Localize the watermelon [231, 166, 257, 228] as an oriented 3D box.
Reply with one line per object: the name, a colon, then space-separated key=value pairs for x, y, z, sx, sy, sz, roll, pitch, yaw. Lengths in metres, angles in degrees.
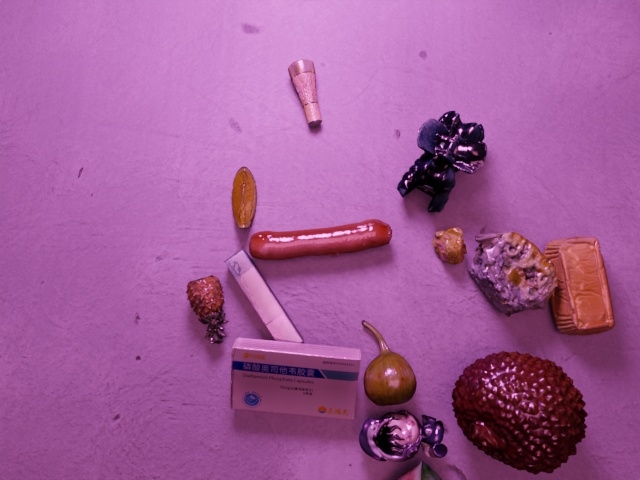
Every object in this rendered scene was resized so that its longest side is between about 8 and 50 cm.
watermelon: x=-0.239 y=-0.124 z=1.290 sx=0.075 sy=0.092 sz=0.181 roll=0 pitch=90 yaw=14

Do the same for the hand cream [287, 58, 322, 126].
hand cream: x=-0.037 y=-0.453 z=1.343 sx=0.084 sy=0.084 sz=0.203 roll=-15 pitch=87 yaw=-2

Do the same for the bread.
bread: x=0.740 y=0.128 z=1.238 sx=0.153 sy=0.119 sz=0.288 roll=-6 pitch=81 yaw=2

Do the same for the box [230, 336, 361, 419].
box: x=-0.070 y=0.380 z=1.189 sx=0.344 sy=0.065 sz=0.200 roll=5 pitch=108 yaw=1

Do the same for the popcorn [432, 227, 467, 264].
popcorn: x=0.383 y=0.020 z=1.266 sx=0.089 sy=0.097 sz=0.109 roll=-19 pitch=96 yaw=0

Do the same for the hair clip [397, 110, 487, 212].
hair clip: x=0.352 y=-0.242 z=1.245 sx=0.194 sy=0.206 sz=0.310 roll=30 pitch=83 yaw=5

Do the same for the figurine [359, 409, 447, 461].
figurine: x=0.217 y=0.537 z=1.182 sx=0.222 sy=0.145 sz=0.145 roll=6 pitch=82 yaw=-1

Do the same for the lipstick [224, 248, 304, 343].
lipstick: x=-0.162 y=0.175 z=1.255 sx=0.068 sy=0.066 sz=0.317 roll=-34 pitch=83 yaw=-4

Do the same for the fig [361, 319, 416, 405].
fig: x=0.177 y=0.339 z=1.224 sx=0.149 sy=0.149 sz=0.245 roll=-12 pitch=63 yaw=-2

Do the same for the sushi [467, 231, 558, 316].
sushi: x=0.535 y=0.087 z=1.233 sx=0.184 sy=0.139 sz=0.274 roll=-37 pitch=81 yaw=-8

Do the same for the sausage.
sausage: x=0.000 y=0.000 z=1.270 sx=0.419 sy=0.094 sz=0.094 roll=-7 pitch=111 yaw=-1

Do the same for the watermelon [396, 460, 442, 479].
watermelon: x=0.230 y=0.780 z=1.097 sx=0.250 sy=0.283 sz=0.292 roll=43 pitch=128 yaw=7

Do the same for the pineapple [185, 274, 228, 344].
pineapple: x=-0.317 y=0.201 z=1.237 sx=0.108 sy=0.108 sz=0.197 roll=-14 pitch=88 yaw=-2

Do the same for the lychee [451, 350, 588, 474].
lychee: x=0.501 y=0.425 z=1.108 sx=0.330 sy=0.306 sz=0.306 roll=-24 pitch=82 yaw=-30
